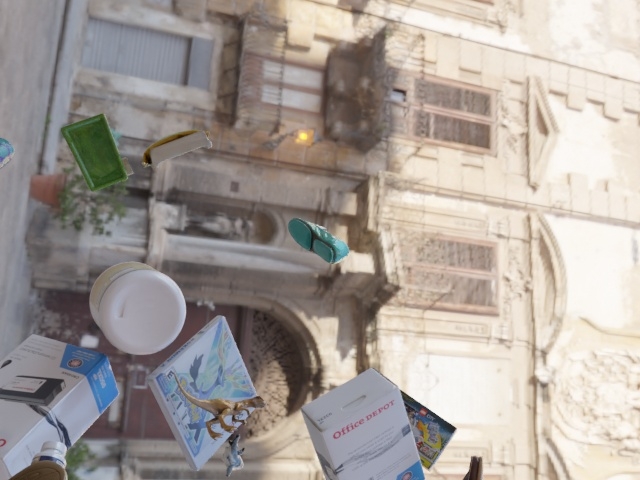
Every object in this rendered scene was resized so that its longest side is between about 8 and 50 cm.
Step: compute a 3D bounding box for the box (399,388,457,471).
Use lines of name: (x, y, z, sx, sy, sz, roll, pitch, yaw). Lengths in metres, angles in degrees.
box: (0.298, 0.605, 2.143, 0.159, 0.233, 0.044, -50, 151, -16)

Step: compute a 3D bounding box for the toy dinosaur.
toy dinosaur: (-0.222, 0.359, 1.420, 0.064, 0.212, 0.112, -53, -147, 37)

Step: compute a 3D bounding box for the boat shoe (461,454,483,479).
boat shoe: (0.362, 0.635, 1.650, 0.073, 0.073, 0.207, 43, 55, -65)

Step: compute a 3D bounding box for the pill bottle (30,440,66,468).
pill bottle: (-0.555, 0.470, 1.347, 0.120, 0.067, 0.067, -89, -163, -49)

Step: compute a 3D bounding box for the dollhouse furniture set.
dollhouse furniture set: (-0.423, -0.240, 1.549, 0.197, 0.302, 0.151, 22, -46, 69)

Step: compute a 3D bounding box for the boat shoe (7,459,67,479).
boat shoe: (-0.520, 0.498, 1.093, 0.285, 0.105, 0.089, -55, 159, -29)

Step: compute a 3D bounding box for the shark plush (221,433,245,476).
shark plush: (-0.270, 0.662, 2.097, 0.073, 0.067, 0.161, -135, -135, -58)

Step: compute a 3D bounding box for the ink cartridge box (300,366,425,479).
ink cartridge box: (0.108, 0.508, 1.658, 0.129, 0.223, 0.307, 29, -40, 59)

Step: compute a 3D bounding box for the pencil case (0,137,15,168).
pencil case: (-0.803, -0.192, 1.599, 0.151, 0.070, 0.064, -73, 177, -60)

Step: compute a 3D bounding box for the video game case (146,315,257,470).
video game case: (-0.323, 0.433, 1.914, 0.036, 0.300, 0.329, 0, -61, 38)

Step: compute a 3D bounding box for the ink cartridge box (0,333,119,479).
ink cartridge box: (-0.793, 0.460, 1.804, 0.395, 0.285, 0.166, -53, 146, -50)

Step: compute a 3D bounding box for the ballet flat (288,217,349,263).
ballet flat: (0.000, 0.000, 1.984, 0.247, 0.087, 0.083, 36, -56, 45)

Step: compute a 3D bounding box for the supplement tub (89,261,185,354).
supplement tub: (-0.523, 0.180, 1.878, 0.316, 0.228, 0.228, 11, -87, 64)
